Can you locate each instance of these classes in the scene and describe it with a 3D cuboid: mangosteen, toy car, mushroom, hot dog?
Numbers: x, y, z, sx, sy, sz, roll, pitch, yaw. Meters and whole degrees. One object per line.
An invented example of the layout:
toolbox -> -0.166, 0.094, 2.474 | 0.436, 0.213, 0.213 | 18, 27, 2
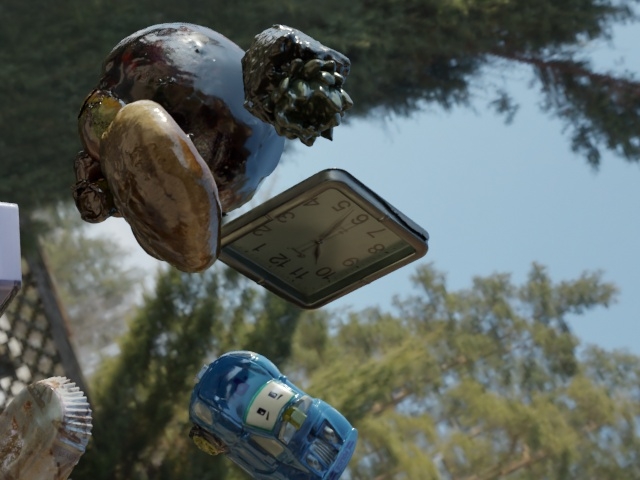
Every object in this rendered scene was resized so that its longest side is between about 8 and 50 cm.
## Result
mangosteen -> -0.252, -0.183, 1.991 | 0.381, 0.381, 0.421 | 115, -10, -64
toy car -> -0.083, 0.321, 1.900 | 0.314, 0.198, 0.166 | 40, -32, -8
mushroom -> -0.245, -0.080, 1.656 | 0.278, 0.146, 0.278 | 38, -35, 33
hot dog -> -0.409, 0.302, 1.470 | 0.144, 0.268, 0.075 | 51, 12, 22

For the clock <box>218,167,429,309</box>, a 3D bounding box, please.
clock -> 0.000, -0.001, 1.757 | 0.273, 0.279, 0.049 | 35, 38, -42

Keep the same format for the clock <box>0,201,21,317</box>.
clock -> -0.514, 0.038, 1.649 | 0.193, 0.073, 0.144 | -39, -127, 52

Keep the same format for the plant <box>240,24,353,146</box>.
plant -> -0.035, -0.220, 1.503 | 0.132, 0.129, 0.194 | -65, -151, 20
